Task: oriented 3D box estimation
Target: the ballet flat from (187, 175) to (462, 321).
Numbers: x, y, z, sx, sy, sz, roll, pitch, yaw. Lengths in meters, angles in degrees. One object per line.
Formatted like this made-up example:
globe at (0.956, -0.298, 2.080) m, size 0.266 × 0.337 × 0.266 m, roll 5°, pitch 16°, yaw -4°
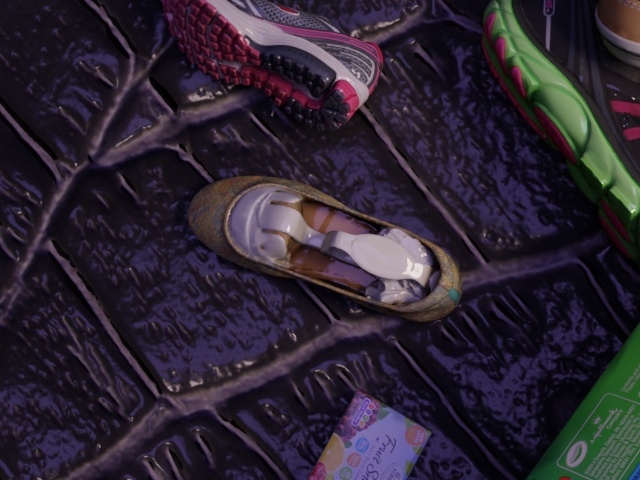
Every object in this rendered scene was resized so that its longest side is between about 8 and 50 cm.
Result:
ballet flat at (0.000, 0.000, 1.252) m, size 0.349 × 0.123 × 0.123 m, roll 21°, pitch 84°, yaw 10°

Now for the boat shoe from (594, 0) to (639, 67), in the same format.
boat shoe at (0.514, -0.332, 1.115) m, size 0.500 × 0.156 × 0.187 m, roll -22°, pitch 43°, yaw -11°

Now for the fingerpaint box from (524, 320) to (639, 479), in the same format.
fingerpaint box at (0.387, 0.247, 0.990) m, size 0.445 × 0.163 × 0.371 m, roll -49°, pitch 123°, yaw -18°

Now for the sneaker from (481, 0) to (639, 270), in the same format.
sneaker at (0.371, -0.117, 1.186) m, size 0.202 × 0.185 × 0.483 m, roll -33°, pitch 78°, yaw 3°

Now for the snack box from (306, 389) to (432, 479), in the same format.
snack box at (0.053, 0.258, 1.244) m, size 0.100 × 0.037 × 0.141 m, roll 28°, pitch 86°, yaw 9°

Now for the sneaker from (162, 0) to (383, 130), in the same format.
sneaker at (-0.066, -0.244, 1.309) m, size 0.299 × 0.121 × 0.112 m, roll 33°, pitch 57°, yaw 11°
